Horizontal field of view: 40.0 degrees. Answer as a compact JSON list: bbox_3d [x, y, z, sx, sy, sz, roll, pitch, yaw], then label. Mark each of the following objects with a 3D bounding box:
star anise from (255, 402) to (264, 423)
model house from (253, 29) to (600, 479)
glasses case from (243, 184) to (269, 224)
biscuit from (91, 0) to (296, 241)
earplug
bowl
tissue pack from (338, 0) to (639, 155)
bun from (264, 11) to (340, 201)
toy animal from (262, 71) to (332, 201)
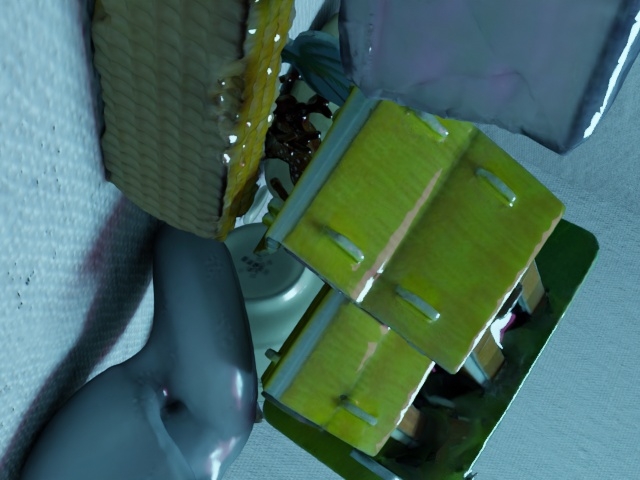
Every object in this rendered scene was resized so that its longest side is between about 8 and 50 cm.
[{"bbox_3d":[-0.159,0.175,1.214,0.257,0.110,0.198,-21,-117,53],"label":"star anise"},{"bbox_3d":[0.000,0.000,0.707,0.300,0.340,0.323,-56,150,-8],"label":"model house"},{"bbox_3d":[-0.102,-0.056,1.399,0.083,0.021,0.032,-63,179,-44],"label":"glasses case"},{"bbox_3d":[-0.066,-0.097,0.432,0.054,0.094,0.379,-57,175,-24],"label":"biscuit"},{"bbox_3d":[-0.141,0.134,0.774,0.214,0.175,0.326,106,1,-66],"label":"earplug"},{"bbox_3d":[-0.069,0.065,1.067,0.126,0.237,0.238,83,27,-48],"label":"bowl"},{"bbox_3d":[0.133,-0.268,0.349,0.288,0.124,0.394,84,29,-49],"label":"tissue pack"},{"bbox_3d":[0.058,-0.164,1.275,0.326,0.234,0.362,-58,170,-19],"label":"bun"},{"bbox_3d":[-0.012,-0.095,1.010,0.087,0.243,0.260,-37,-157,-9],"label":"toy animal"}]
